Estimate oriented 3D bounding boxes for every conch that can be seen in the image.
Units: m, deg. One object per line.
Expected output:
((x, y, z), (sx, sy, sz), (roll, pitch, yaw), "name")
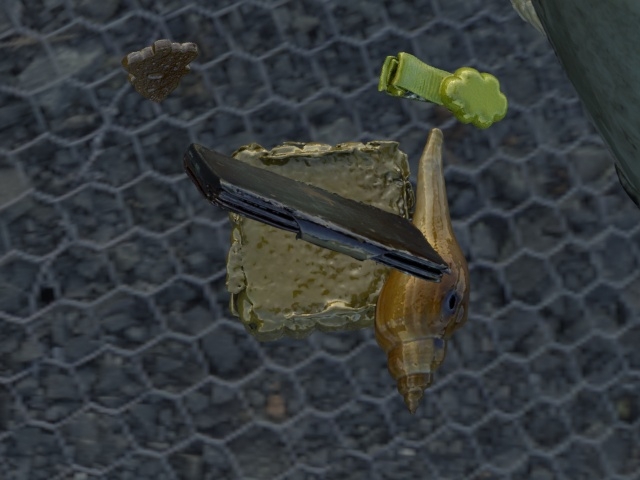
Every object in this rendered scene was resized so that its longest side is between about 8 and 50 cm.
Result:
((0.124, 0.031, 1.818), (0.109, 0.093, 0.330), (20, 73, -29), "conch")

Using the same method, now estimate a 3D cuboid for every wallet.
((-0.005, -0.021, 1.405), (0.232, 0.122, 0.031), (20, 106, -24), "wallet")

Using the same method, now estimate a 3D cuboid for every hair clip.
((0.157, -0.186, 2.012), (0.173, 0.046, 0.072), (18, 81, -25), "hair clip")

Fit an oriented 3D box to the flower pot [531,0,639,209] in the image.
((0.265, -0.209, 1.074), (0.293, 0.293, 0.330), (-54, 128, -22), "flower pot")

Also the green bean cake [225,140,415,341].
((0.000, 0.000, 1.915), (0.224, 0.131, 0.230), (-4, 76, -2), "green bean cake")

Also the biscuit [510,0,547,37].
((0.282, -0.291, 1.700), (0.084, 0.281, 0.179), (23, 70, -24), "biscuit")

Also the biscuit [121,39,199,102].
((-0.166, -0.176, 1.708), (0.082, 0.092, 0.016), (-16, 61, -16), "biscuit")
